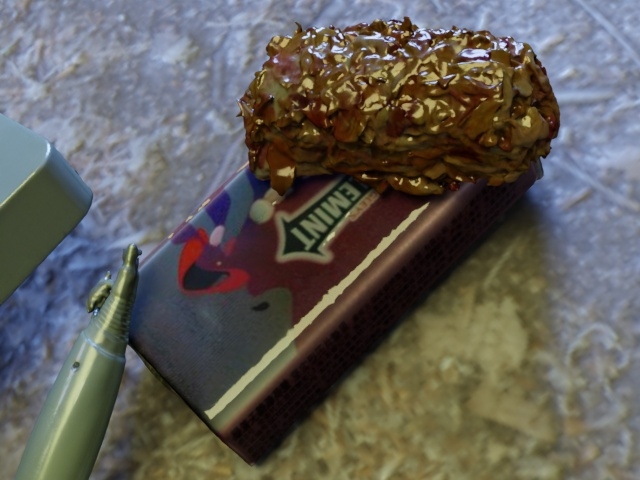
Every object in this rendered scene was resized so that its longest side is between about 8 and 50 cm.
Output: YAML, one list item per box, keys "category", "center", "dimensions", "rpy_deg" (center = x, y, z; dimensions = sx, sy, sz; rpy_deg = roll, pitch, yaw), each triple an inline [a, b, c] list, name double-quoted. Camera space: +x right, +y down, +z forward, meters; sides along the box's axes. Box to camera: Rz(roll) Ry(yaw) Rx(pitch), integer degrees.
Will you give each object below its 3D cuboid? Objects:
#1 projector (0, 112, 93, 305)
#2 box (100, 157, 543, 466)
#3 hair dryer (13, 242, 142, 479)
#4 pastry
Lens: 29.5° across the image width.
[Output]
- category: "projector"
  center: [-0.287, 0.020, 0.712]
  dimensions: [0.259, 0.079, 0.257]
  rpy_deg: [-48, 44, -14]
- category: "box"
  center: [0.000, 0.000, 0.649]
  dimensions: [0.224, 0.069, 0.120]
  rpy_deg: [-45, 58, -9]
- category: "hair dryer"
  center: [-0.163, 0.099, 0.624]
  dimensions: [0.206, 0.075, 0.237]
  rpy_deg: [27, 88, 35]
- category: "pastry"
  center: [0.031, -0.072, 0.599]
  dimensions: [0.169, 0.063, 0.087]
  rpy_deg: [1, 66, 19]
